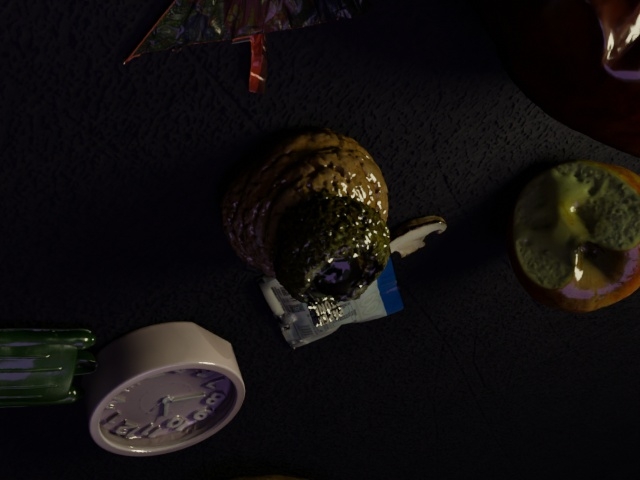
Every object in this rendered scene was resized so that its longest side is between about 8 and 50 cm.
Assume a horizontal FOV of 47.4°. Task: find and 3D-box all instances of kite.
[{"bbox_3d":[-0.060,-0.204,0.630,0.232,0.009,0.189,-12,139,-15],"label":"kite"}]

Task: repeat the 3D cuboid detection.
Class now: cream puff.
[{"bbox_3d":[0.000,0.000,0.754,0.183,0.169,0.183,-16,139,-15],"label":"cream puff"}]

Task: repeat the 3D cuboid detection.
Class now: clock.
[{"bbox_3d":[-0.199,0.192,0.929,0.197,0.068,0.197,-15,139,-13],"label":"clock"}]

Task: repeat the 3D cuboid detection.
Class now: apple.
[{"bbox_3d":[0.336,-0.004,0.925,0.195,0.173,0.160,-38,136,19],"label":"apple"}]

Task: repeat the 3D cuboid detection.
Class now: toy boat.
[{"bbox_3d":[-0.352,0.141,0.806,0.210,0.052,0.104,5,115,-31],"label":"toy boat"}]

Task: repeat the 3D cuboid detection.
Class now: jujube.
[{"bbox_3d":[0.330,-0.210,0.655,0.377,0.276,0.276,14,126,-23],"label":"jujube"}]

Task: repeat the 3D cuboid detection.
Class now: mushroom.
[{"bbox_3d":[0.112,-0.003,0.925,0.101,0.019,0.049,-27,138,7],"label":"mushroom"}]

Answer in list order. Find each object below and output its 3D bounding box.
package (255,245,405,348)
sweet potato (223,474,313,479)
[{"bbox_3d":[0.020,0.073,0.948,0.173,0.027,0.171,-21,138,-1],"label":"package"},{"bbox_3d":[-0.059,0.473,1.259,0.130,0.130,0.423,-43,142,18],"label":"sweet potato"}]
